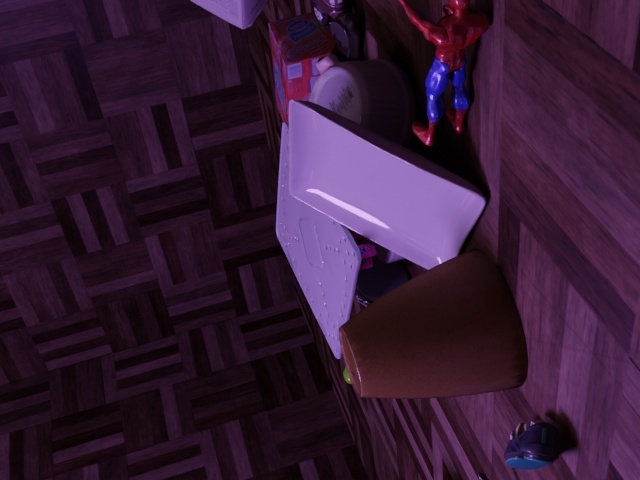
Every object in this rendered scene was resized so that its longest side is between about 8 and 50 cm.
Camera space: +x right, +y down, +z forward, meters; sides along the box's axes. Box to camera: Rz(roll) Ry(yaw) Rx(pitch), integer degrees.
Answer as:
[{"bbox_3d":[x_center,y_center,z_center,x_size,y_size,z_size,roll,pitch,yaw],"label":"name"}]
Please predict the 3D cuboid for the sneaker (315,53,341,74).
[{"bbox_3d":[0.023,-0.355,1.759,0.070,0.051,0.134,52,171,3],"label":"sneaker"}]

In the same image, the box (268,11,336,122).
[{"bbox_3d":[-0.025,-0.381,1.966,0.300,0.154,0.142,86,166,-60],"label":"box"}]

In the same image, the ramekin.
[{"bbox_3d":[0.065,-0.228,1.499,0.207,0.109,0.207,4,95,54],"label":"ramekin"}]

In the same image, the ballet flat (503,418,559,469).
[{"bbox_3d":[0.324,0.308,1.260,0.203,0.074,0.074,80,172,-71],"label":"ballet flat"}]

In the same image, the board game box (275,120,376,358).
[{"bbox_3d":[0.000,0.000,1.804,0.390,0.050,0.390,98,152,-51],"label":"board game box"}]

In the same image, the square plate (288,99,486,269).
[{"bbox_3d":[0.102,-0.087,1.419,0.344,0.049,0.347,29,159,10],"label":"square plate"}]

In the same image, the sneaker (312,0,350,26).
[{"bbox_3d":[-0.012,-0.542,1.754,0.281,0.106,0.162,-116,10,-48],"label":"sneaker"}]

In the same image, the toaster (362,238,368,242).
[{"bbox_3d":[0.057,-0.076,2.073,0.227,0.129,0.146,84,165,-52],"label":"toaster"}]

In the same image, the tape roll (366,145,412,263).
[{"bbox_3d":[0.117,-0.145,1.739,0.392,0.072,0.392,164,90,-83],"label":"tape roll"}]

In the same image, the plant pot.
[{"bbox_3d":[0.168,0.163,1.348,0.237,0.254,0.237,163,90,-81],"label":"plant pot"}]

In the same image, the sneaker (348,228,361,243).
[{"bbox_3d":[0.061,-0.050,1.776,0.221,0.083,0.087,81,166,-50],"label":"sneaker"}]

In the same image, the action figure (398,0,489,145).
[{"bbox_3d":[0.159,-0.268,1.148,0.139,0.091,0.280,61,167,23],"label":"action figure"}]

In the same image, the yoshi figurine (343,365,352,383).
[{"bbox_3d":[0.166,0.252,1.731,0.203,0.203,0.362,38,168,11],"label":"yoshi figurine"}]

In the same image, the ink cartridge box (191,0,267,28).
[{"bbox_3d":[-0.164,-0.685,1.796,0.160,0.279,0.384,30,164,5],"label":"ink cartridge box"}]

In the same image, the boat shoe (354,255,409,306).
[{"bbox_3d":[0.126,0.108,1.965,0.105,0.113,0.306,52,160,-26],"label":"boat shoe"}]

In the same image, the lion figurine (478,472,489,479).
[{"bbox_3d":[0.348,0.615,1.409,0.240,0.142,0.392,-169,68,-73],"label":"lion figurine"}]

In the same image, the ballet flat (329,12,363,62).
[{"bbox_3d":[0.059,-0.402,1.735,0.084,0.058,0.250,44,169,14],"label":"ballet flat"}]
